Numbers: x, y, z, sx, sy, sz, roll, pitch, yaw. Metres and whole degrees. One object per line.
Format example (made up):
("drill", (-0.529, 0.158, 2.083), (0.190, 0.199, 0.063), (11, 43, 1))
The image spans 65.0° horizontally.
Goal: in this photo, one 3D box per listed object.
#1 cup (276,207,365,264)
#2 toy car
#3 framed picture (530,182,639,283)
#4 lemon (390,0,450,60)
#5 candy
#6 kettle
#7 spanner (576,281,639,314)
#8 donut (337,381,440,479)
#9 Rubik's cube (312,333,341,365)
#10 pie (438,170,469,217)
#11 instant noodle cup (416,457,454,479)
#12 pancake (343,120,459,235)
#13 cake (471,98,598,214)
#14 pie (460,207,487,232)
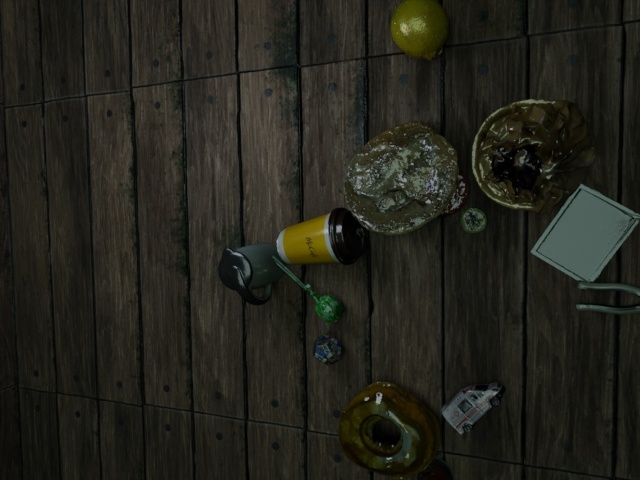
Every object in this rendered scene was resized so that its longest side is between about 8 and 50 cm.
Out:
("cup", (0.000, 0.000, 1.709), (0.280, 0.196, 0.196), (-10, 90, 29))
("toy car", (0.486, 0.512, 1.595), (0.108, 0.089, 0.209), (45, 111, 19))
("framed picture", (0.779, -0.016, 1.485), (0.197, 0.014, 0.252), (34, 105, 16))
("lemon", (0.308, -0.653, 1.548), (0.174, 0.173, 0.206), (-28, 92, 21))
("candy", (-0.053, 0.164, 1.758), (0.323, 0.097, 0.097), (41, 107, 2))
("kettle", (-0.236, 0.120, 1.774), (0.161, 0.236, 0.221), (-24, 84, 20))
("spanner", (0.908, 0.169, 1.429), (0.325, 0.040, 0.095), (4, 95, 18))
("donut", (0.218, 0.627, 1.655), (0.331, 0.160, 0.329), (-5, 76, 22))
("Rubik's cube", (0.023, 0.383, 1.765), (0.111, 0.111, 0.093), (31, 79, 17))
("pie", (0.383, -0.160, 1.614), (0.183, 0.050, 0.182), (1, 94, 20))
("instant noodle cup", (0.362, 0.795, 1.634), (0.127, 0.136, 0.127), (1, 92, 21))
("pancake", (0.251, -0.195, 1.604), (0.388, 0.082, 0.386), (-7, 74, 24))
("cake", (0.579, -0.237, 1.389), (0.333, 0.321, 0.331), (2, 95, 20))
("pie", (0.485, -0.064, 1.594), (0.084, 0.021, 0.083), (2, 95, 21))
